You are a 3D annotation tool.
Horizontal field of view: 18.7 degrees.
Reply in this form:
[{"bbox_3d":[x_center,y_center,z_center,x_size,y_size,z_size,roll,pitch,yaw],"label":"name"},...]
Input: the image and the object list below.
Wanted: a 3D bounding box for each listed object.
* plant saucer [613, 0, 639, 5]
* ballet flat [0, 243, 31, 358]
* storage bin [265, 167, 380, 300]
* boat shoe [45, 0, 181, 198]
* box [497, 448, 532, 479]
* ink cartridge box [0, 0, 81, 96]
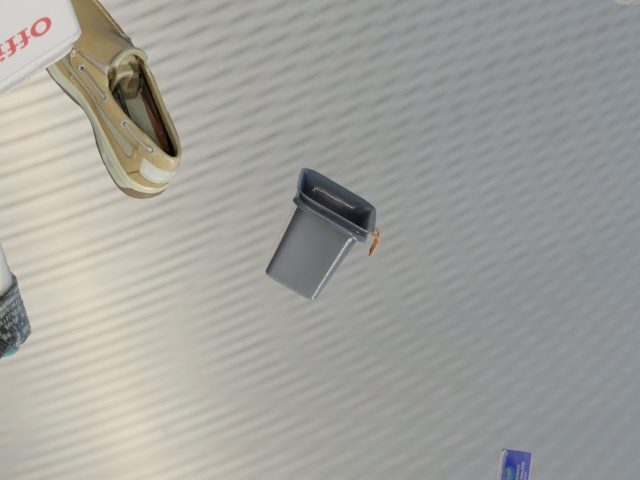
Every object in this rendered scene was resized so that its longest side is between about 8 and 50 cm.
[{"bbox_3d":[0.251,-0.367,1.356,0.101,0.400,0.400,-2,135,-4],"label":"plant saucer"},{"bbox_3d":[-0.387,0.071,1.956,0.164,0.483,0.182,6,104,2],"label":"ballet flat"},{"bbox_3d":[0.000,0.000,1.864,0.098,0.135,0.091,30,103,-5],"label":"storage bin"},{"bbox_3d":[-0.153,-0.127,1.447,0.068,0.190,0.072,-26,169,-35],"label":"boat shoe"},{"bbox_3d":[0.144,0.226,1.499,0.028,0.081,0.136,9,132,5],"label":"box"},{"bbox_3d":[-0.239,-0.164,1.067,0.158,0.092,0.218,-35,143,-17],"label":"ink cartridge box"}]
